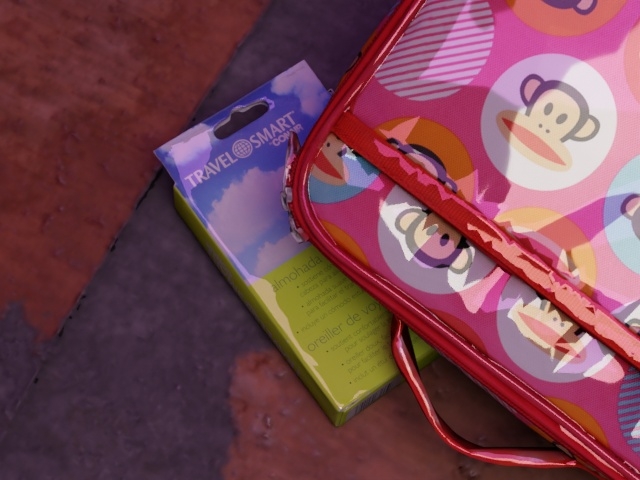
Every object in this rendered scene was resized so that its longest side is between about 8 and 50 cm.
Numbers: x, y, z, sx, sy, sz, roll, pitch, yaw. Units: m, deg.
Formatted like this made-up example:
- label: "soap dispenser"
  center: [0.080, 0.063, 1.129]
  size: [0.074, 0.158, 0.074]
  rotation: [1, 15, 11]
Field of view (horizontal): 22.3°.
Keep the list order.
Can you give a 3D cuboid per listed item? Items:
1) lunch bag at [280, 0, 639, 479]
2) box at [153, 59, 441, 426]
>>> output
- label: "lunch bag"
  center: [0.135, -0.006, 0.816]
  size: [0.293, 0.120, 0.258]
  rotation: [37, 93, 2]
- label: "box"
  center: [0.000, 0.000, 0.896]
  size: [0.109, 0.042, 0.178]
  rotation: [-33, 76, -16]
